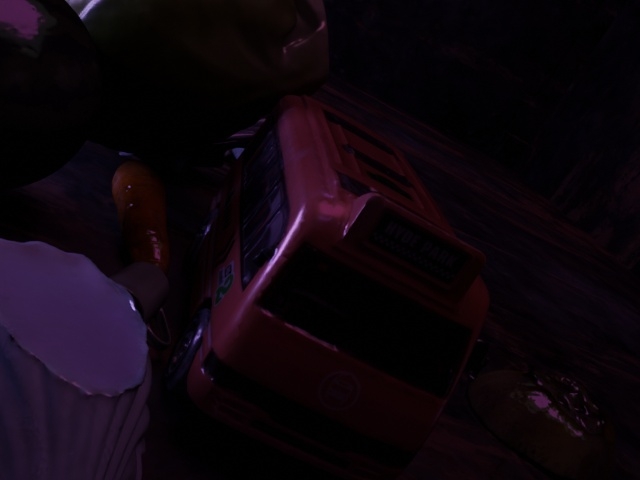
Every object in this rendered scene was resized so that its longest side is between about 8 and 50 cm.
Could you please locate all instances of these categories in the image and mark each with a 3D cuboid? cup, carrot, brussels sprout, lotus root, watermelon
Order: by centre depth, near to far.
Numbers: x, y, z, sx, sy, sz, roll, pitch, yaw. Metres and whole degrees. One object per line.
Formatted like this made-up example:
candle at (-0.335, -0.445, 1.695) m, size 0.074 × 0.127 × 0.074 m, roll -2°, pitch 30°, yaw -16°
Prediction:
cup at (-0.153, 0.054, 0.700) m, size 0.075 × 0.054 × 0.083 m, roll 18°, pitch 14°, yaw 3°
watermelon at (-0.304, -0.147, 0.748) m, size 0.212 × 0.212 × 0.212 m, roll 29°, pitch 17°, yaw -10°
carrot at (-0.185, -0.019, 0.863) m, size 0.059 × 0.059 × 0.248 m, roll 23°, pitch 21°, yaw -28°
brussels sprout at (-0.171, -0.239, 0.952) m, size 0.355 × 0.289 × 0.281 m, roll 0°, pitch 58°, yaw -6°
lotus root at (0.281, 0.207, 1.004) m, size 0.204 × 0.078 × 0.183 m, roll 32°, pitch 16°, yaw 7°

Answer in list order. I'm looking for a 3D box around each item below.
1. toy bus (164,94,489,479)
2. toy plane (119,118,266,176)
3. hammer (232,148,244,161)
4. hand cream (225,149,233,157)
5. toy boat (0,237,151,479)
toy bus at (0.004, 0.018, 0.780) m, size 0.203 × 0.233 × 0.427 m, roll 28°, pitch 16°, yaw -15°
toy plane at (-0.145, -0.138, 1.155) m, size 0.267 × 0.088 × 0.212 m, roll 6°, pitch 26°, yaw -18°
hammer at (-0.103, -0.162, 1.252) m, size 0.116 × 0.070 × 0.194 m, roll 47°, pitch -14°, yaw 38°
hand cream at (-0.153, -0.145, 1.332) m, size 0.035 × 0.022 × 0.102 m, roll 28°, pitch 12°, yaw 5°
toy boat at (-0.183, 0.074, 0.522) m, size 0.199 × 0.100 × 0.290 m, roll 18°, pitch 20°, yaw -38°
